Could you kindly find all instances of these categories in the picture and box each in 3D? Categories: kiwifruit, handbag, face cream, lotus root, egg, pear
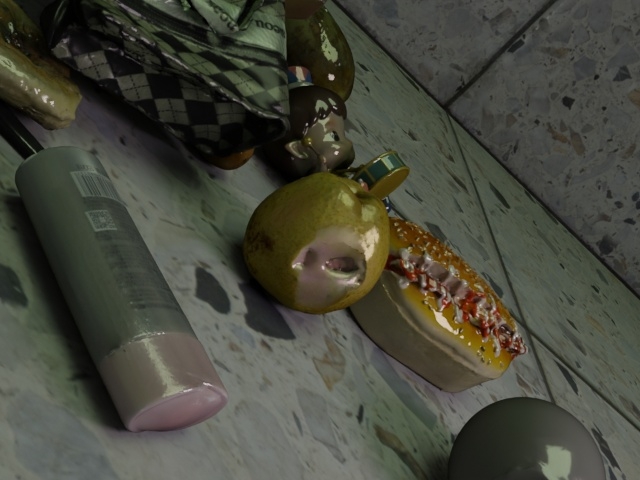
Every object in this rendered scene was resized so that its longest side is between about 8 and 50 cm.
[{"bbox_3d":[-0.139,-0.147,1.236,0.124,0.075,0.075,48,19,14],"label":"kiwifruit"},{"bbox_3d":[-0.184,-0.341,1.111,0.317,0.180,0.416,22,56,-48],"label":"handbag"},{"bbox_3d":[-0.176,0.038,0.793,0.107,0.073,0.269,7,43,-55],"label":"face cream"},{"bbox_3d":[-0.017,-0.364,1.820,0.173,0.173,0.309,13,47,-59],"label":"lotus root"},{"bbox_3d":[0.235,0.266,1.059,0.176,0.176,0.232,47,17,0],"label":"egg"},{"bbox_3d":[0.000,0.000,1.102,0.178,0.178,0.178,41,20,-18],"label":"pear"}]

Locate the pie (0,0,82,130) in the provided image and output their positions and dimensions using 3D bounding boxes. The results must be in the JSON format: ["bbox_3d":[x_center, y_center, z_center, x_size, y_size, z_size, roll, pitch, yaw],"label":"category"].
[{"bbox_3d":[-0.328,-0.203,0.943,0.185,0.052,0.218,39,15,-44],"label":"pie"}]

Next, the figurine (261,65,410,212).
[{"bbox_3d":[0.004,-0.145,1.403,0.275,0.158,0.161,51,10,10],"label":"figurine"}]

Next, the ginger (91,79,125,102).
[{"bbox_3d":[-0.251,-0.215,1.162,0.176,0.052,0.193,42,18,2],"label":"ginger"}]

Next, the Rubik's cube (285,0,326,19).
[{"bbox_3d":[-0.139,-0.516,1.537,0.387,0.368,0.358,-35,96,-27],"label":"Rubik's cube"}]

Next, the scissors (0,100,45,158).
[{"bbox_3d":[-0.330,-0.140,0.905,0.220,0.017,0.088,47,15,-1],"label":"scissors"}]

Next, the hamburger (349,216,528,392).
[{"bbox_3d":[0.163,0.085,1.309,0.295,0.151,0.227,32,24,-29],"label":"hamburger"}]
